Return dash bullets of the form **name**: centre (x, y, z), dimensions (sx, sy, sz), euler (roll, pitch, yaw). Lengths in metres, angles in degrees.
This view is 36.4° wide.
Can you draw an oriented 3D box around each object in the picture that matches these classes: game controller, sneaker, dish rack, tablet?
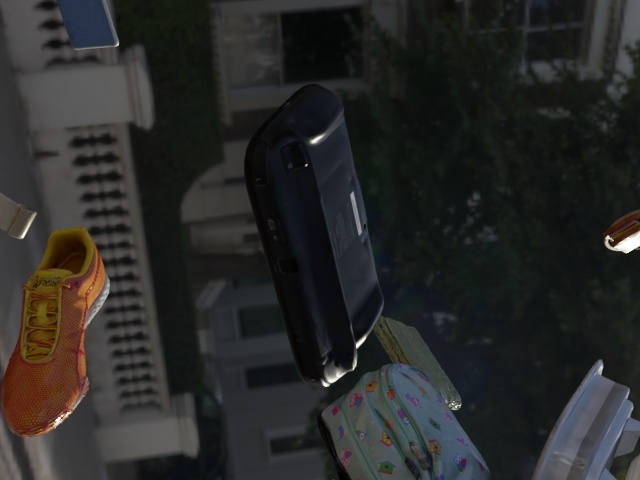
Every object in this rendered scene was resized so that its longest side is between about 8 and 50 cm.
- **game controller**: centre (0.000, 0.000, 1.028), dimensions (0.166, 0.067, 0.319), euler (-60, 145, -49)
- **sneaker**: centre (-0.195, 0.061, 0.688), dimensions (0.175, 0.064, 0.067), euler (-93, 172, -47)
- **dish rack**: centre (0.246, 0.309, 1.005), dimensions (0.285, 0.072, 0.333), euler (-23, 131, -62)
- **tablet**: centre (-0.173, -0.178, 0.695), dimensions (0.054, 0.006, 0.083), euler (6, -60, 39)

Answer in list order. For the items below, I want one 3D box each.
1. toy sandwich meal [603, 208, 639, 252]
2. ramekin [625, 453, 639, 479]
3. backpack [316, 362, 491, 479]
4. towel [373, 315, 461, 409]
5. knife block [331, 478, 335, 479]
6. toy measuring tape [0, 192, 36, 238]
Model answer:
- **toy sandwich meal**: centre (0.351, -0.006, 1.069), dimensions (0.085, 0.085, 0.029), euler (94, -15, -56)
- **ramekin**: centre (0.473, 0.327, 1.128), dimensions (0.273, 0.273, 0.127), euler (103, 2, -69)
- **backpack**: centre (0.082, 0.207, 0.898), dimensions (0.182, 0.115, 0.152), euler (58, 12, 31)
- **towel**: centre (0.126, 0.162, 1.292), dimensions (0.110, 0.027, 0.148), euler (21, 31, -55)
- **knife block**: centre (0.011, 0.522, 1.552), dimensions (0.242, 0.275, 0.088), euler (-61, 176, 16)
- **toy measuring tape**: centre (-0.468, -0.106, 1.146), dimensions (0.121, 0.330, 0.121), euler (-59, 180, 0)
